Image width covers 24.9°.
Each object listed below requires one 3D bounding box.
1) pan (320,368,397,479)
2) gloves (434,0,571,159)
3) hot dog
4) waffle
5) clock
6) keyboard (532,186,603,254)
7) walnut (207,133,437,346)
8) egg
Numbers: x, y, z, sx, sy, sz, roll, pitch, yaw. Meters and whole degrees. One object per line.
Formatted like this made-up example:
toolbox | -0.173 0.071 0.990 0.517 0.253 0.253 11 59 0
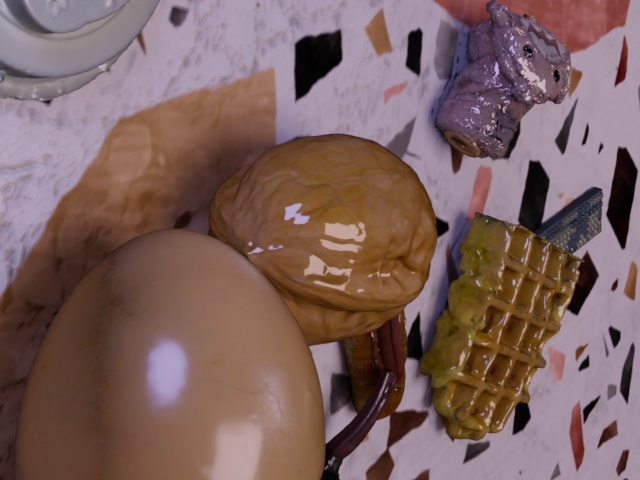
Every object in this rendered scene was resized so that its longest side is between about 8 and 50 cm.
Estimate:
pan | 0.003 0.199 1.222 0.115 0.040 0.212 35 79 -51
gloves | 0.166 -0.141 1.307 0.110 0.094 0.144 17 94 -43
hot dog | 0.047 0.057 1.237 0.066 0.047 0.216 -35 127 -46
waffle | 0.167 0.092 1.393 0.160 0.055 0.211 24 86 -52
clock | -0.159 -0.200 0.879 0.236 0.053 0.237 -20 116 -51
keyboard | 0.251 -0.001 1.524 0.176 0.014 0.055 -31 127 -45
walnut | 0.000 0.000 1.069 0.206 0.159 0.159 -7 105 -58
egg | -0.096 0.115 0.935 0.201 0.201 0.245 1 89 -54
